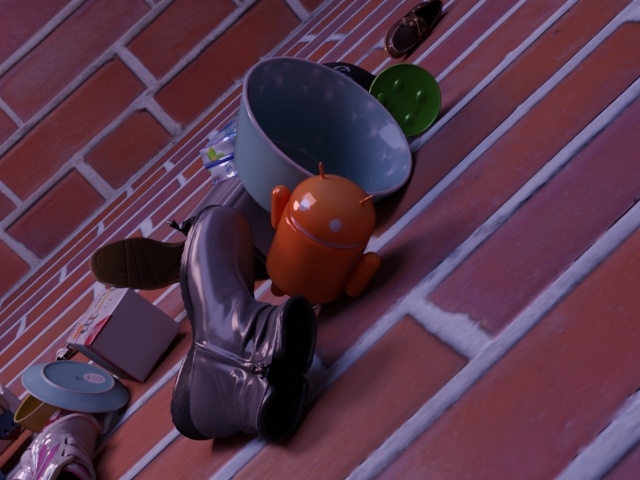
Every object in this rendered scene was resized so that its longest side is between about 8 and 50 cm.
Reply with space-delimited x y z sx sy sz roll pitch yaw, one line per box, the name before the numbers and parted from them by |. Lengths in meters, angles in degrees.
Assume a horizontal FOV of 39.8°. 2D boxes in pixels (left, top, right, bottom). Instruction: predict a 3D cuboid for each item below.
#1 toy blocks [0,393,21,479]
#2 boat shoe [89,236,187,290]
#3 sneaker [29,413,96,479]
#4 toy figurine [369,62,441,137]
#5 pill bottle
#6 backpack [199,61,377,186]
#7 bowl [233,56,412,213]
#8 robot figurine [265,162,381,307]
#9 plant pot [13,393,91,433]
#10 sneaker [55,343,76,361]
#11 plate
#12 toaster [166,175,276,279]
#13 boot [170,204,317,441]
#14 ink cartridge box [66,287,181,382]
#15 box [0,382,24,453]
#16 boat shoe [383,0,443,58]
toy blocks | -0.726 0.406 1.698 0.381 0.261 0.190 -44 15 -30
boat shoe | -0.317 0.051 1.730 0.285 0.105 0.089 -2 -17 -32
sneaker | -0.384 0.358 1.343 0.111 0.103 0.252 -30 28 22
toy figurine | 0.140 -0.237 1.637 0.159 0.130 0.173 -85 19 -83
pill bottle | -0.439 0.354 1.466 0.086 0.086 0.152 -24 26 43
backpack | -0.066 -0.194 1.746 0.290 0.273 0.356 -1 56 54
bowl | -0.019 -0.141 1.469 0.163 0.311 0.312 -54 7 39
robot figurine | -0.002 -0.001 1.228 0.158 0.128 0.219 -110 34 -45
plant pot | -0.481 0.312 1.630 0.134 0.095 0.134 -36 19 15
sneaker | -0.595 0.266 2.083 0.083 0.032 0.037 -35 32 34
plate | -0.425 0.247 1.545 0.188 0.188 0.024 -125 50 -72
toaster | -0.145 -0.020 1.558 0.168 0.185 0.110 -12 39 58
boot | -0.085 0.095 1.156 0.222 0.118 0.338 -19 65 48
ink cartridge box | -0.370 0.174 1.645 0.176 0.127 0.128 -9 46 60
box | -0.719 0.407 1.907 0.170 0.091 0.130 -47 19 -15
boat shoe | 0.221 -0.508 2.090 0.073 0.073 0.207 -21 28 52
